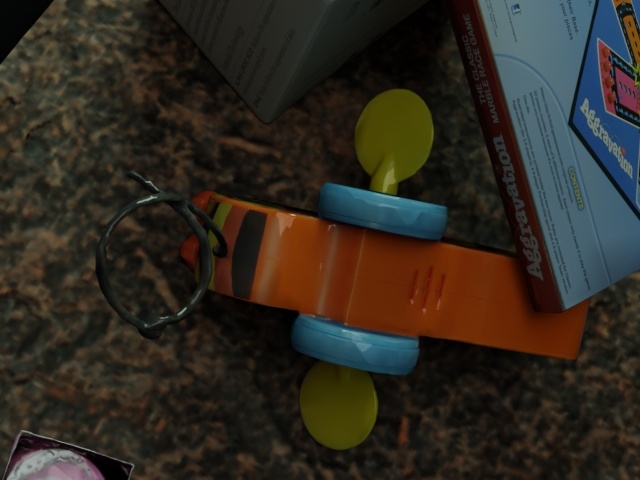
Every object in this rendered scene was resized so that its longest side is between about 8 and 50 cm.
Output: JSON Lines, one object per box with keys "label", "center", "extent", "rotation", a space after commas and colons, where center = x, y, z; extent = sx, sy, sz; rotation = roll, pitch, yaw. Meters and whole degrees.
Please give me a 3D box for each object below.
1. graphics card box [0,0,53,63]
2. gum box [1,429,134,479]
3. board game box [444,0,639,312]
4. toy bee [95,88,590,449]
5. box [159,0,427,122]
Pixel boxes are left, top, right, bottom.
{"label": "graphics card box", "center": [-0.315, -0.083, 0.745], "extent": [0.233, 0.094, 0.371], "rotation": [21, 64, 27]}
{"label": "gum box", "center": [-0.151, 0.202, 0.719], "extent": [0.062, 0.107, 0.188], "rotation": [17, 69, -5]}
{"label": "board game box", "center": [0.136, -0.118, 0.781], "extent": [0.145, 0.027, 0.281], "rotation": [-25, 104, -30]}
{"label": "toy bee", "center": [0.000, 0.000, 0.807], "extent": [0.298, 0.162, 0.195], "rotation": [35, 82, -31]}
{"label": "box", "center": [0.012, -0.190, 0.848], "extent": [0.181, 0.182, 0.119], "rotation": [-38, 85, -20]}
